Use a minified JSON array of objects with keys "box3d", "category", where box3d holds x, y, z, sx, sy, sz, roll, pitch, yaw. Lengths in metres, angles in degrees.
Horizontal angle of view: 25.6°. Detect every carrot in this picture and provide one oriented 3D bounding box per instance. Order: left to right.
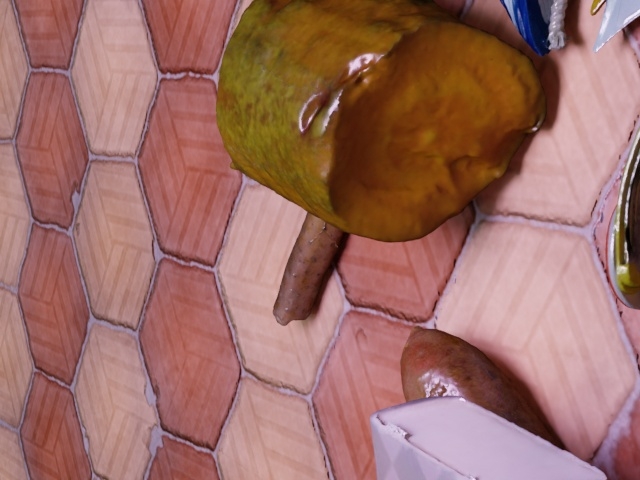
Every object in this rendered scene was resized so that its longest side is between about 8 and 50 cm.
[{"box3d":[0.028,-0.142,1.372,0.340,0.241,0.241,32,119,49],"category":"carrot"}]

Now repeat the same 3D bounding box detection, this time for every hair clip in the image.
[{"box3d":[0.268,-0.032,1.193,0.033,0.060,0.188,14,102,37],"category":"hair clip"}]

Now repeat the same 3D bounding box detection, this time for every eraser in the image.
[{"box3d":[0.158,0.339,1.266,0.213,0.082,0.397,26,133,47],"category":"eraser"}]

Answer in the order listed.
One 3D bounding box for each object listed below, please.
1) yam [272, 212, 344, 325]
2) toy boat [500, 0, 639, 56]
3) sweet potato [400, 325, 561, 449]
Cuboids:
[{"box3d":[0.000,0.000,1.593,0.057,0.057,0.241,52,132,39],"category":"yam"},{"box3d":[0.261,-0.243,1.177,0.291,0.067,0.220,30,117,47],"category":"toy boat"},{"box3d":[0.189,0.222,1.302,0.385,0.109,0.109,49,132,32],"category":"sweet potato"}]
